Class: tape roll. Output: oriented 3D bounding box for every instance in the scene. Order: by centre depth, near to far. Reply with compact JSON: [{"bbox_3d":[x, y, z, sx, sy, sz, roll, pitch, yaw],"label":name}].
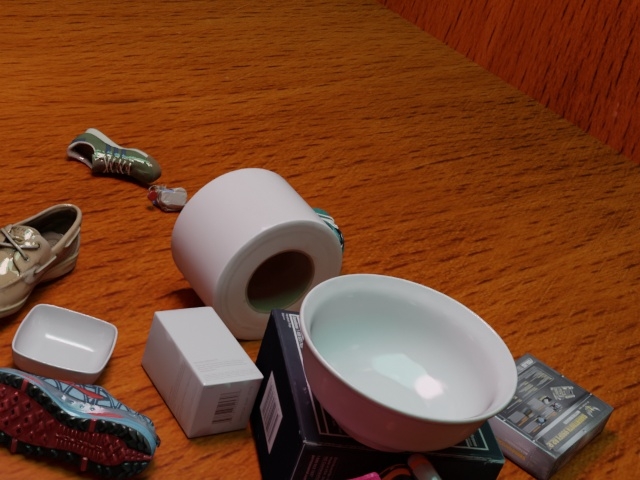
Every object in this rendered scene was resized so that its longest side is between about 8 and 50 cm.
[{"bbox_3d":[-0.107,0.023,1.929,0.246,0.246,0.169,-4,35,-35],"label":"tape roll"}]

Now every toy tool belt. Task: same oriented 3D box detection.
[{"bbox_3d":[-0.302,-0.083,2.215,0.083,0.052,0.051,5,0,-29],"label":"toy tool belt"}]

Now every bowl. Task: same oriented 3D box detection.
[{"bbox_3d":[0.098,0.182,1.508,0.298,0.134,0.298,14,31,-8],"label":"bowl"},{"bbox_3d":[-0.385,0.165,1.717,0.142,0.053,0.142,17,28,-3],"label":"bowl"}]

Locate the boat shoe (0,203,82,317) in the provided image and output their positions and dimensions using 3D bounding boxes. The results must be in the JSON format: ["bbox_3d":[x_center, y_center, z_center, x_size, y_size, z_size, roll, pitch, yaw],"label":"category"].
[{"bbox_3d":[-0.489,0.023,1.815,0.122,0.110,0.341,25,24,7],"label":"boat shoe"}]

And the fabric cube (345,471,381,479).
[{"bbox_3d":[-0.006,0.443,1.234,0.254,0.259,0.258,-3,35,-32],"label":"fabric cube"}]

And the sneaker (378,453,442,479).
[{"bbox_3d":[0.143,0.449,1.469,0.321,0.180,0.124,56,-1,9],"label":"sneaker"}]

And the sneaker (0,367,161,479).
[{"bbox_3d":[-0.347,0.247,1.580,0.262,0.104,0.125,24,11,2],"label":"sneaker"}]

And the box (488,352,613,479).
[{"bbox_3d":[0.361,0.291,1.925,0.183,0.056,0.231,34,32,25],"label":"box"}]

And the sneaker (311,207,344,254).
[{"bbox_3d":[0.000,0.000,2.158,0.108,0.121,0.302,15,28,-8],"label":"sneaker"}]

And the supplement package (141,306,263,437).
[{"bbox_3d":[-0.181,0.195,1.728,0.105,0.105,0.179,-4,36,-35],"label":"supplement package"}]

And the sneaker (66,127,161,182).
[{"bbox_3d":[-0.415,-0.154,2.257,0.192,0.064,0.086,28,37,18],"label":"sneaker"}]

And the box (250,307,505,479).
[{"bbox_3d":[0.068,0.268,1.662,0.294,0.182,0.296,8,32,-16],"label":"box"}]
